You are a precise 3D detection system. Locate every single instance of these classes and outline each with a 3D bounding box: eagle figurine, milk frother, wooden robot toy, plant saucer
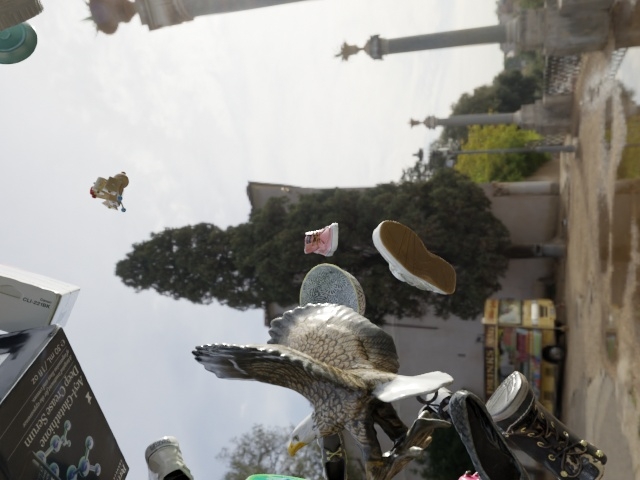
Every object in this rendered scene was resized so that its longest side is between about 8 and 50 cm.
[{"bbox_3d":[0.006,0.188,0.725,0.225,0.298,0.226,-38,-22,-16],"label":"eagle figurine"},{"bbox_3d":[0.335,0.455,1.587,0.135,0.129,0.143,154,98,-83],"label":"milk frother"},{"bbox_3d":[-0.457,-0.123,1.202,0.173,0.076,0.079,140,149,-70],"label":"wooden robot toy"},{"bbox_3d":[-0.659,-0.426,1.141,0.021,0.120,0.119,128,150,-71],"label":"plant saucer"}]

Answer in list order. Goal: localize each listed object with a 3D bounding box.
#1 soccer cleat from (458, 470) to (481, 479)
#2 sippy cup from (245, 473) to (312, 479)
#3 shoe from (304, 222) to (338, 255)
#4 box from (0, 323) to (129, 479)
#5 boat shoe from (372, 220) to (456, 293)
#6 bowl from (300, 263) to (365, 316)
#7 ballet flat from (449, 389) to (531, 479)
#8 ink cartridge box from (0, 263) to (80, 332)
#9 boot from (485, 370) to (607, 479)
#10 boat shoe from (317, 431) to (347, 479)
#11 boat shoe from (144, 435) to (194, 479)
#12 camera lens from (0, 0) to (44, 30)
[{"bbox_3d":[0.427,0.633,1.257,0.331,0.116,0.143,28,-103,-33],"label":"soccer cleat"},{"bbox_3d":[-0.037,0.540,0.923,0.305,0.240,0.223,68,-148,-71],"label":"sippy cup"},{"bbox_3d":[0.000,0.000,1.462,0.178,0.081,0.063,109,164,-71],"label":"shoe"},{"bbox_3d":[-0.557,0.410,1.003,0.293,0.212,0.395,-91,-10,-65],"label":"box"},{"bbox_3d":[0.197,0.052,1.244,0.277,0.096,0.098,37,-123,-33],"label":"boat shoe"},{"bbox_3d":[0.042,0.133,1.182,0.080,0.170,0.170,-2,-88,-46],"label":"bowl"},{"bbox_3d":[0.226,0.281,0.725,0.173,0.058,0.049,58,172,15],"label":"ballet flat"},{"bbox_3d":[-0.688,0.135,1.254,0.273,0.197,0.114,171,119,-74],"label":"ink cartridge box"},{"bbox_3d":[0.535,0.463,1.302,0.138,0.284,0.377,-48,-21,-12],"label":"boot"},{"bbox_3d":[0.041,0.637,1.615,0.069,0.081,0.227,-137,38,-71],"label":"boat shoe"},{"bbox_3d":[-0.309,0.520,1.153,0.096,0.088,0.267,-15,-47,-27],"label":"boat shoe"},{"bbox_3d":[-0.644,-0.504,0.941,0.219,0.220,0.274,-66,-33,-47],"label":"camera lens"}]
